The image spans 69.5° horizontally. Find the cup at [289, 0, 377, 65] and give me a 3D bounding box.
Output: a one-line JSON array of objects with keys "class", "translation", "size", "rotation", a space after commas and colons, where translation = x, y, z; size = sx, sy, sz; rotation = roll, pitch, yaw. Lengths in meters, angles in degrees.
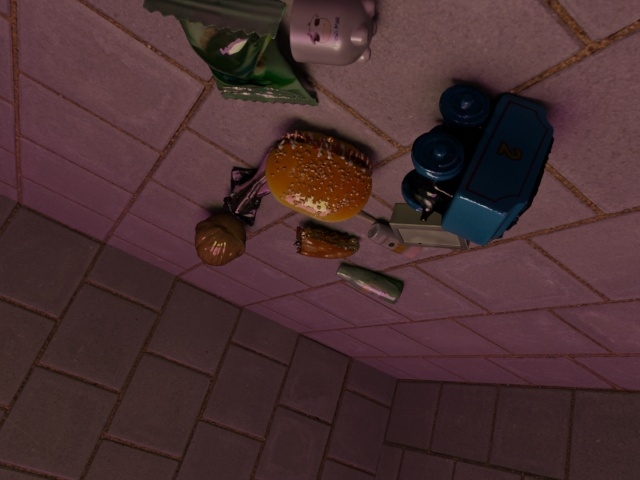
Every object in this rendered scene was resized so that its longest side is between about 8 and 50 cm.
[{"class": "cup", "translation": [0.033, -0.420, 0.869], "size": [0.142, 0.173, 0.134], "rotation": [11, -174, 12]}]

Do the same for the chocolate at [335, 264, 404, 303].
[{"class": "chocolate", "translation": [0.209, 0.181, 2.011], "size": [0.291, 0.110, 0.110], "rotation": [21, 156, 0]}]

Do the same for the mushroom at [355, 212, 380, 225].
[{"class": "mushroom", "translation": [0.166, -0.056, 1.615], "size": [0.306, 0.043, 0.068], "rotation": [34, 164, -31]}]

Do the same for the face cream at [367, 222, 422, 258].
[{"class": "face cream", "translation": [0.261, 0.002, 1.612], "size": [0.198, 0.057, 0.084], "rotation": [23, 130, -23]}]

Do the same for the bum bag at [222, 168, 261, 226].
[{"class": "bum bag", "translation": [-0.275, -0.157, 1.662], "size": [0.137, 0.074, 0.310], "rotation": [23, 142, -7]}]

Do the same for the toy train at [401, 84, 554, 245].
[{"class": "toy train", "translation": [0.325, -0.157, 0.969], "size": [0.265, 0.300, 0.188], "rotation": [26, 157, 11]}]

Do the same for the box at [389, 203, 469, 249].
[{"class": "box", "translation": [0.347, -0.044, 1.449], "size": [0.225, 0.086, 0.129], "rotation": [4, 152, 30]}]

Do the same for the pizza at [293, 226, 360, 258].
[{"class": "pizza", "translation": [0.000, 0.000, 1.790], "size": [0.289, 0.081, 0.228], "rotation": [-6, 152, 42]}]

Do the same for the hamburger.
[{"class": "hamburger", "translation": [-0.005, -0.175, 1.268], "size": [0.295, 0.227, 0.151], "rotation": [19, 179, -8]}]

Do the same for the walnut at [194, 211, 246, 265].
[{"class": "walnut", "translation": [-0.417, -0.003, 1.915], "size": [0.225, 0.225, 0.261], "rotation": [25, 150, -15]}]

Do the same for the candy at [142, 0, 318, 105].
[{"class": "candy", "translation": [-0.160, -0.392, 1.000], "size": [0.263, 0.172, 0.398], "rotation": [18, 169, 12]}]

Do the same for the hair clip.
[{"class": "hair clip", "translation": [-0.171, -0.196, 1.473], "size": [0.358, 0.095, 0.110], "rotation": [-35, 99, 38]}]
